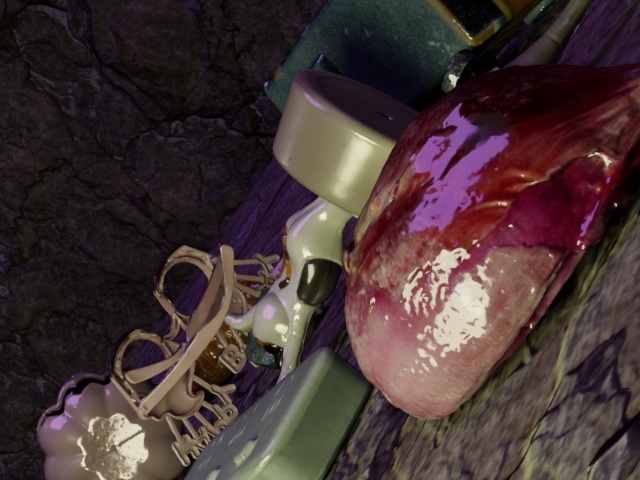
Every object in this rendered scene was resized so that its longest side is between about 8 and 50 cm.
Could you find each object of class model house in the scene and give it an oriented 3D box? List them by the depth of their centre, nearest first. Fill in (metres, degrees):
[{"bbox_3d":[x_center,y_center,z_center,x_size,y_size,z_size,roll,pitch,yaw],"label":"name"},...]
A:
[{"bbox_3d":[-0.041,0.095,1.682,0.079,0.066,0.083,-14,58,64],"label":"model house"}]

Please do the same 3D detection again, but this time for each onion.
[{"bbox_3d":[0.106,-0.035,0.983,0.283,0.120,0.227,-50,13,35],"label":"onion"}]

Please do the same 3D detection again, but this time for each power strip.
[{"bbox_3d":[-0.067,0.204,1.276,0.265,0.059,0.193,-45,12,53],"label":"power strip"}]

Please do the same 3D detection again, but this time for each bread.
[{"bbox_3d":[-0.122,0.119,2.029,0.233,0.076,0.105,-54,5,26],"label":"bread"}]

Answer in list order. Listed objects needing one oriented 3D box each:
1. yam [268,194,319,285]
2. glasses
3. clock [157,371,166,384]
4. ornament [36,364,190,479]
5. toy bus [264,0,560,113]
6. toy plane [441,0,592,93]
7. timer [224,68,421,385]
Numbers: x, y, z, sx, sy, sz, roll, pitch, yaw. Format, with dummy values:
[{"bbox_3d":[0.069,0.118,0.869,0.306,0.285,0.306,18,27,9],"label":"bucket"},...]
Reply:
[{"bbox_3d":[0.016,-0.046,1.982,0.264,0.046,0.046,-57,7,-13],"label":"yam"},{"bbox_3d":[-0.108,0.105,1.707,0.095,0.162,0.255,-7,49,54],"label":"glasses"},{"bbox_3d":[-0.172,0.177,2.180,0.110,0.050,0.153,-59,8,-29],"label":"clock"},{"bbox_3d":[-0.237,0.230,1.867,0.177,0.177,0.177,-54,7,9],"label":"ornament"},{"bbox_3d":[0.092,-0.206,1.586,0.194,0.162,0.323,-40,-4,-34],"label":"toy bus"},{"bbox_3d":[0.160,-0.126,1.239,0.286,0.092,0.108,-57,-18,-4],"label":"toy plane"},{"bbox_3d":[0.000,0.000,1.473,0.266,0.175,0.175,-62,4,17],"label":"timer"}]
